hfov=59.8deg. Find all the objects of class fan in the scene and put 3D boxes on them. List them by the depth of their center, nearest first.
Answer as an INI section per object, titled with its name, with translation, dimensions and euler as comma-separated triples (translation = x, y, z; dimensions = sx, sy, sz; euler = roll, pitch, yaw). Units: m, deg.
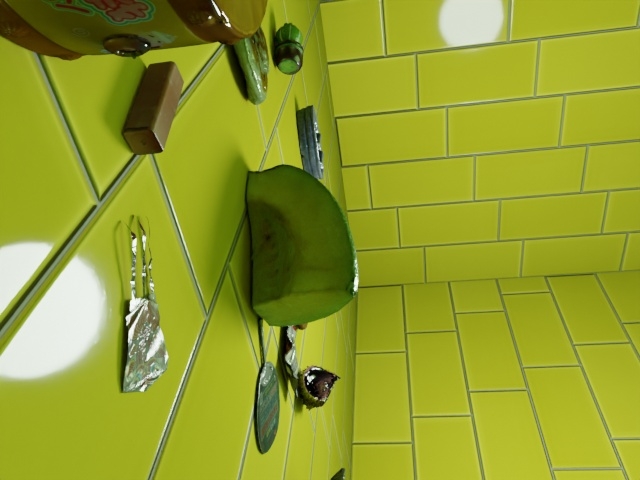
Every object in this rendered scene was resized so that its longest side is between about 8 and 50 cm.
[fan]
translation = -0.130, 0.360, 1.290
dimensions = 0.223, 0.012, 0.294
euler = -80, 164, -55

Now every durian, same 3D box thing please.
[durian]
translation = -0.030, 0.466, 1.729
dimensions = 0.108, 0.119, 0.186
euler = -57, 173, 23

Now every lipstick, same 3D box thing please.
[lipstick]
translation = -0.226, -0.183, 0.762
dimensions = 0.045, 0.045, 0.145
euler = 72, 17, -51

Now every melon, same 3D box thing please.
[melon]
translation = -0.067, -0.002, 1.273
dimensions = 0.331, 0.226, 0.344
euler = -36, -132, 54

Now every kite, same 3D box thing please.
[kite]
translation = -0.230, 0.081, 0.718
dimensions = 0.127, 0.016, 0.229
euler = -44, 130, -84

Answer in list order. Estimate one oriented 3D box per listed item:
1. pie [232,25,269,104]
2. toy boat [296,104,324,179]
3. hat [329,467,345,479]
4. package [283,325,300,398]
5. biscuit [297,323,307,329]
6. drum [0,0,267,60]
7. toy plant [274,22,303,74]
[pie]
translation = -0.164, -0.441, 1.301
dimensions = 0.240, 0.054, 0.241
euler = -6, 90, -83
[toy boat]
translation = -0.034, -0.366, 2.080
dimensions = 0.127, 0.078, 0.283
euler = -80, 163, -57
[hat]
translation = -0.021, 0.720, 1.465
dimensions = 0.265, 0.128, 0.266
euler = 10, 90, -85
[package]
translation = -0.084, 0.309, 1.559
dimensions = 0.166, 0.040, 0.232
euler = 81, 1, -49
[biscuit]
translation = -0.066, 0.187, 1.751
dimensions = 0.188, 0.027, 0.188
euler = -6, 90, -81
[drum]
translation = -0.194, -0.385, 0.509
dimensions = 0.431, 0.214, 0.431
euler = -3, 90, -82
[toy plant]
translation = -0.096, -0.596, 1.712
dimensions = 0.093, 0.092, 0.162
euler = 68, 20, -64
